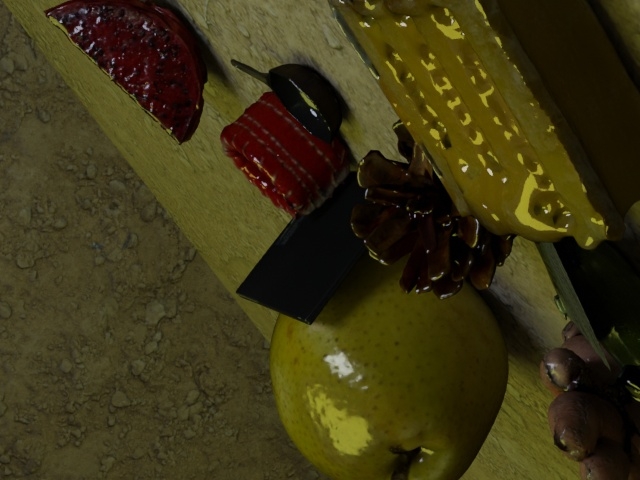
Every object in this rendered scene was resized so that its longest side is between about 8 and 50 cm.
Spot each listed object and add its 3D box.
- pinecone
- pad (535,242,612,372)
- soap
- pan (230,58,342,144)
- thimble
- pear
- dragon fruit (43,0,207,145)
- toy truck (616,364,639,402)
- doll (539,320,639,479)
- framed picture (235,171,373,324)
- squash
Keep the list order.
[{"bbox_3d":[0.132,-0.042,1.376,0.202,0.201,0.229,24,131,29],"label":"pinecone"},{"bbox_3d":[0.262,0.044,1.330,0.265,0.009,0.159,-80,-35,-81],"label":"pad"},{"bbox_3d":[0.159,-0.140,1.102,0.281,0.143,0.259,53,162,-24],"label":"soap"},{"bbox_3d":[-0.042,-0.226,1.705,0.202,0.048,0.128,44,165,9],"label":"pan"},{"bbox_3d":[-0.058,-0.136,1.840,0.189,0.125,0.163,38,169,42],"label":"thimble"},{"bbox_3d":[0.099,0.185,1.797,0.418,0.362,0.362,-107,-10,-47],"label":"pear"},{"bbox_3d":[-0.296,-0.338,2.045,0.317,0.152,0.205,43,-171,-18],"label":"dragon fruit"},{"bbox_3d":[0.384,0.104,1.154,0.127,0.127,0.257,32,166,5],"label":"toy truck"},{"bbox_3d":[0.347,0.198,1.392,0.201,0.156,0.303,63,-164,-2],"label":"doll"},{"bbox_3d":[0.000,0.000,1.784,0.014,0.255,0.339,40,170,-19],"label":"framed picture"},{"bbox_3d":[0.352,0.101,1.323,0.331,0.087,0.087,49,167,-7],"label":"squash"}]
